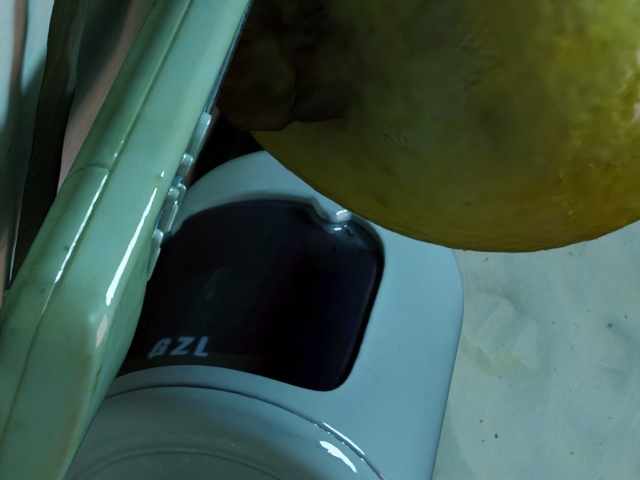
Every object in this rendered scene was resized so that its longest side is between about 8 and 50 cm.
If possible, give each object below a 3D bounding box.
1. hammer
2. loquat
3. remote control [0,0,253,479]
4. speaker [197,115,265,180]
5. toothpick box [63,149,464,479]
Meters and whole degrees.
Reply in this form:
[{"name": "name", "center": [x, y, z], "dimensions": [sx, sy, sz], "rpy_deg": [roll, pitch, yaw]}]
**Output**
[{"name": "hammer", "center": [-0.081, -0.048, 0.542], "dimensions": [0.292, 0.029, 0.058], "rpy_deg": [113, 1, -56]}, {"name": "loquat", "center": [0.066, -0.124, 0.778], "dimensions": [0.275, 0.275, 0.274], "rpy_deg": [21, 90, -89]}, {"name": "remote control", "center": [-0.061, -0.022, 0.578], "dimensions": [0.233, 0.038, 0.098], "rpy_deg": [-74, -173, -47]}, {"name": "speaker", "center": [0.000, 0.000, 1.298], "dimensions": [0.231, 0.193, 0.153], "rpy_deg": [112, -1, -48]}, {"name": "toothpick box", "center": [-0.021, 0.087, 1.047], "dimensions": [0.316, 0.229, 0.229], "rpy_deg": [-70, 180, -52]}]
